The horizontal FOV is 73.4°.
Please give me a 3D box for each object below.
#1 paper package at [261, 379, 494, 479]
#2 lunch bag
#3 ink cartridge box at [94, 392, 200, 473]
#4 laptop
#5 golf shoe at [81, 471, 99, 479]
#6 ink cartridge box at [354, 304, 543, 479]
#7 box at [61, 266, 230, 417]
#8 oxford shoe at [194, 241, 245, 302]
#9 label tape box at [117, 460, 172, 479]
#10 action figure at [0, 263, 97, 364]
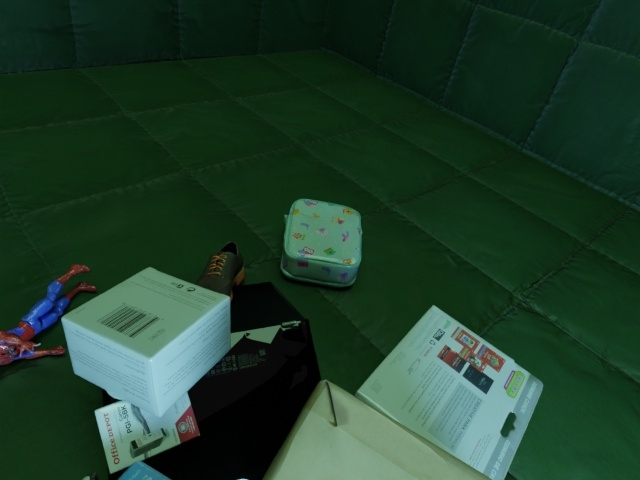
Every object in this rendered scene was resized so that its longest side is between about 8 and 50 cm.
[{"bbox_3d":[0.080,0.372,0.577,0.310,0.324,0.168,26,58,15],"label":"paper package"},{"bbox_3d":[0.000,0.000,1.201,0.224,0.107,0.279,7,38,-2],"label":"lunch bag"},{"bbox_3d":[-0.275,0.292,0.686,0.136,0.056,0.099,-16,75,-26],"label":"ink cartridge box"},{"bbox_3d":[-0.222,0.269,0.882,0.383,0.236,0.407,-7,71,-22],"label":"laptop"},{"bbox_3d":[-0.379,0.426,0.600,0.094,0.077,0.198,8,38,-5],"label":"golf shoe"},{"bbox_3d":[0.249,0.322,0.856,0.272,0.129,0.310,35,44,23],"label":"ink cartridge box"},{"bbox_3d":[-0.271,0.153,0.699,0.181,0.118,0.182,17,29,20],"label":"box"},{"bbox_3d":[-0.242,0.080,0.980,0.097,0.098,0.271,1,18,2],"label":"oxford shoe"},{"bbox_3d":[-0.163,0.447,0.470,0.348,0.115,0.249,17,35,22],"label":"label tape box"},{"bbox_3d":[-0.539,0.168,0.858,0.139,0.091,0.280,13,38,15],"label":"action figure"}]
